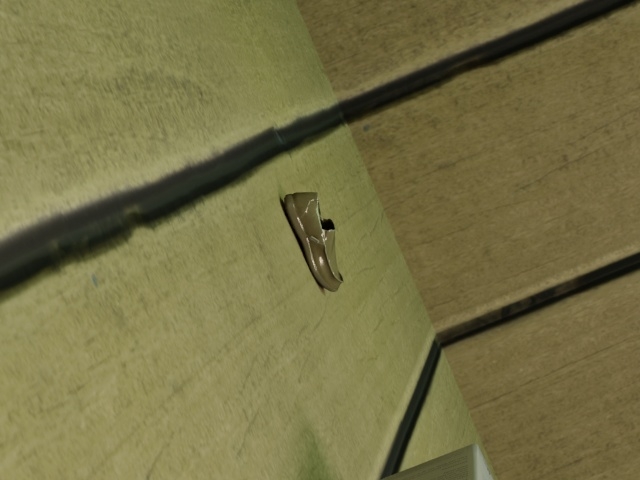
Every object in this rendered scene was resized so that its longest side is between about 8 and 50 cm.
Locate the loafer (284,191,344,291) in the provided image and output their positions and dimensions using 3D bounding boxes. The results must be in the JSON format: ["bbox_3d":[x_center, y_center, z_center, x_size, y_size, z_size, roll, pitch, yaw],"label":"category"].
[{"bbox_3d":[0.000,0.000,2.578,0.056,0.050,0.148,-90,156,-67],"label":"loafer"}]

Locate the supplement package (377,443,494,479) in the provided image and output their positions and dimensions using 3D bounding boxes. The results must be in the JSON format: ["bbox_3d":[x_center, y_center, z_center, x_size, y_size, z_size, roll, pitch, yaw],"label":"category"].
[{"bbox_3d":[0.112,0.356,1.964,0.293,0.177,0.175,-72,139,-76],"label":"supplement package"}]
